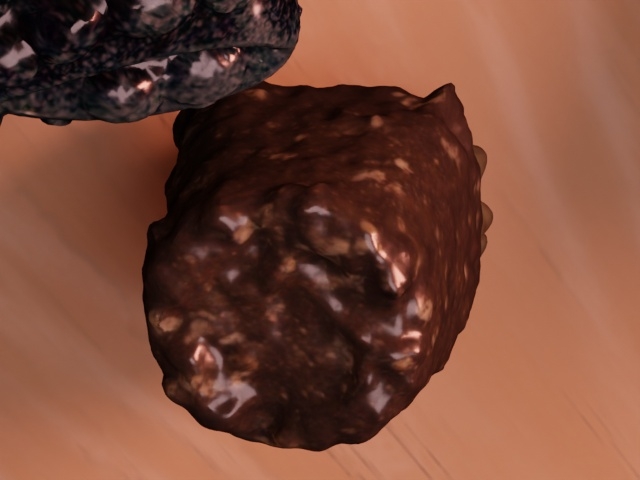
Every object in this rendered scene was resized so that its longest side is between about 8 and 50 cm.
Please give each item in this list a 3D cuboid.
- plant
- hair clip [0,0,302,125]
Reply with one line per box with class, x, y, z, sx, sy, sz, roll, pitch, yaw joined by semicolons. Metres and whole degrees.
plant;0.000;0.000;0.782;0.132;0.194;0.129;4;109;10
hair clip;-0.168;-0.065;0.710;0.310;0.194;0.206;-45;121;2
